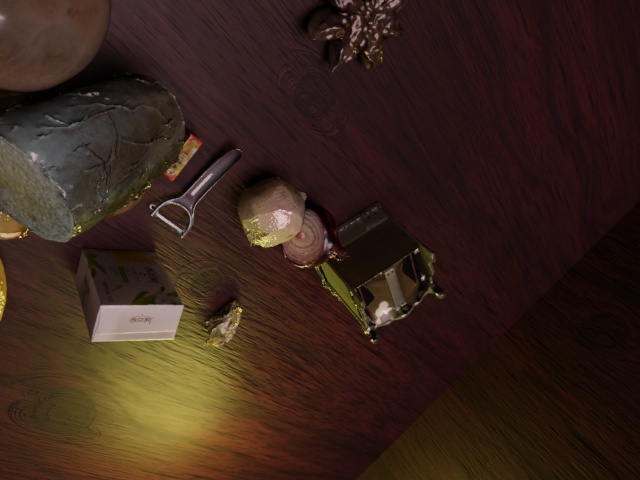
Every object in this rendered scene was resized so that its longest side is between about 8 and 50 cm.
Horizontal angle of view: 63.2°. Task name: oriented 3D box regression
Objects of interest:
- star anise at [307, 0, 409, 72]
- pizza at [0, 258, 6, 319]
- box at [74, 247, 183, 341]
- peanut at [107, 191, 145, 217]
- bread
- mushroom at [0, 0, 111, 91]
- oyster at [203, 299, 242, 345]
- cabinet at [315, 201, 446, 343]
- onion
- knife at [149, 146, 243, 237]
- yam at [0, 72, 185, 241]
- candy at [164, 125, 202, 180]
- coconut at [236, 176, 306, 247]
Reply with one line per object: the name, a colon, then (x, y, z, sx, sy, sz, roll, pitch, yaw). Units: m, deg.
star anise: (0.102, -0.561, 1.265, 0.315, 0.108, 0.315, -18, 137, -18)
pizza: (-0.853, 0.114, 1.143, 0.287, 0.075, 0.280, -13, 127, -26)
box: (-0.474, 0.129, 1.276, 0.194, 0.260, 0.111, 5, 114, -37)
peanut: (-0.470, -0.164, 1.171, 0.196, 0.110, 0.233, 7, 117, -42)
bread: (-0.623, -0.150, 1.030, 0.114, 0.185, 0.275, 3, 119, -30)
mushroom: (-0.537, -0.420, 0.843, 0.362, 0.294, 0.362, 2, 87, -54)
oyster: (-0.304, 0.261, 1.627, 0.105, 0.056, 0.177, 5, 119, -43)
cabinet: (0.178, 0.098, 1.645, 0.290, 0.318, 0.227, -32, 134, -11)
onion: (0.000, 0.000, 1.532, 0.140, 0.218, 0.195, -3, 114, -66)
knife: (-0.310, -0.144, 1.332, 0.278, 0.053, 0.123, -46, 130, 3)
yam: (-0.424, -0.161, 0.943, 0.348, 0.241, 0.241, -48, 147, -46)
candy: (-0.343, -0.211, 1.254, 0.122, 0.062, 0.038, -50, 134, 8)
coconut: (-0.125, -0.083, 1.414, 0.194, 0.194, 0.194, -17, 129, -23)
